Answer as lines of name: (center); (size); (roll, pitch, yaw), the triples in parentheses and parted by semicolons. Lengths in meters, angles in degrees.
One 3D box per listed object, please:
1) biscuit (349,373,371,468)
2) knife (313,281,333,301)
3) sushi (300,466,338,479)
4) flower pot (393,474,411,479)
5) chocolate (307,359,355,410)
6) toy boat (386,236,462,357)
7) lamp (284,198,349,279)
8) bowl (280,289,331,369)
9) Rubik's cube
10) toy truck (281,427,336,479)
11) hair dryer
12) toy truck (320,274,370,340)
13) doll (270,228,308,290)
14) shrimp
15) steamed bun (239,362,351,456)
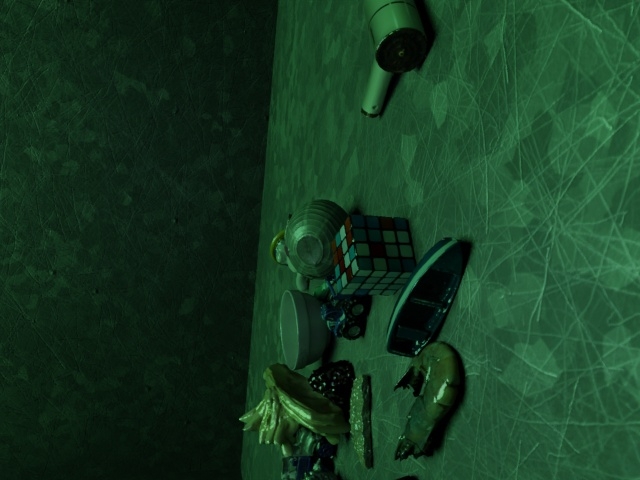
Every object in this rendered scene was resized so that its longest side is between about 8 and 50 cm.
biscuit: (0.111, 0.513, 1.381); (0.133, 0.032, 0.250); (145, 125, -71)
knife: (0.031, 0.149, 1.736); (0.260, 0.034, 0.063); (125, 147, -52)
sushi: (-0.003, 0.864, 1.520); (0.184, 0.139, 0.275); (-118, 41, -64)
flower pot: (0.167, 0.589, 1.067); (0.111, 0.111, 0.089); (115, 142, -52)
chocolate: (0.026, 0.451, 1.511); (0.156, 0.133, 0.156); (-176, 90, -76)
toy boat: (0.215, 0.114, 0.986); (0.062, 0.095, 0.300); (-91, 19, -60)
lamp: (0.000, 0.000, 1.525); (0.233, 0.232, 0.266); (-147, 47, -71)
bowl: (-0.052, 0.324, 1.759); (0.287, 0.143, 0.288); (180, 90, -73)
Rubik's cube: (0.128, 0.040, 1.185); (0.155, 0.154, 0.151); (118, 149, -57)
toy truck: (-0.053, 0.724, 1.654); (0.161, 0.176, 0.214); (-134, 48, -70)
hair dryer: (0.162, -0.454, 1.252); (0.362, 0.127, 0.203); (104, 162, -58)
toy truck: (0.070, 0.180, 1.409); (0.113, 0.126, 0.208); (-120, 37, -62)
doll: (-0.129, 0.028, 2.036); (0.243, 0.159, 0.311); (-104, 18, -50)
shrimp: (0.209, 0.331, 1.016); (0.178, 0.075, 0.290); (-99, 18, -59)
steamed bun: (-0.114, 0.570, 1.584); (0.427, 0.247, 0.190); (19, 91, 52)
